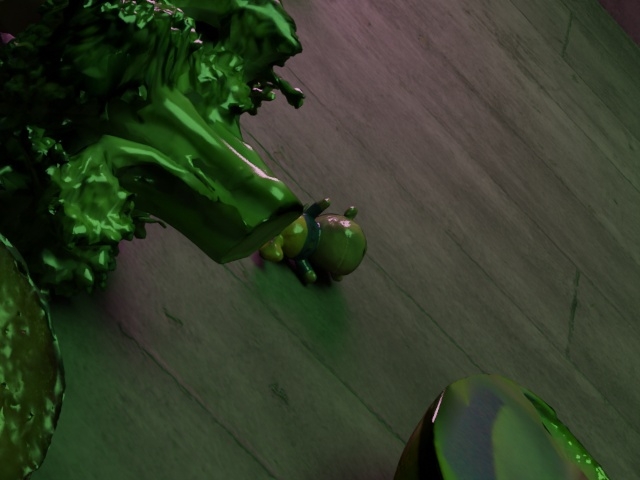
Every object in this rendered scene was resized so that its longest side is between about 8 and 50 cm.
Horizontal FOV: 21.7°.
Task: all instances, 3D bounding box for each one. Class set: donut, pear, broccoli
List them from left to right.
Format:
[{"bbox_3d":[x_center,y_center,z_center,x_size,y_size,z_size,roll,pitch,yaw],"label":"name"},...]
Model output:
[{"bbox_3d":[-0.318,0.079,1.203,0.272,0.107,0.272,33,45,-41],"label":"donut"},{"bbox_3d":[-0.175,-0.106,1.546,0.338,0.277,0.317,16,35,-40],"label":"broccoli"},{"bbox_3d":[0.189,0.342,1.661,0.399,0.165,0.399,38,29,-26],"label":"pear"}]

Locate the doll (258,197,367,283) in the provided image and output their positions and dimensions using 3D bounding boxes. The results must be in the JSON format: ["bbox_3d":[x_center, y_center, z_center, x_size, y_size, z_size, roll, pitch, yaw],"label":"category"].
[{"bbox_3d":[0.000,0.000,1.901,0.089,0.102,0.179,19,11,30],"label":"doll"}]

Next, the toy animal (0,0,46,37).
[{"bbox_3d":[-0.287,-0.278,1.649,0.154,0.166,0.250,15,-3,-16],"label":"toy animal"}]
